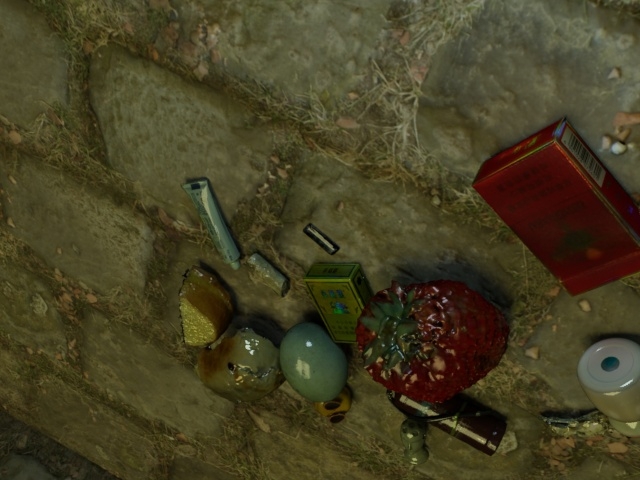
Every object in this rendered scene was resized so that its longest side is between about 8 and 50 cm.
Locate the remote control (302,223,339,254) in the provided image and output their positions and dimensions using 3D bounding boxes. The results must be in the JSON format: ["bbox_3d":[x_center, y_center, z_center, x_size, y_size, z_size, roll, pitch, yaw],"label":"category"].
[{"bbox_3d":[0.000,0.000,1.921,0.096,0.014,0.039,40,140,-6],"label":"remote control"}]

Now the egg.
[{"bbox_3d":[-0.017,0.319,2.125,0.169,0.169,0.236,0,130,34],"label":"egg"}]

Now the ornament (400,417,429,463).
[{"bbox_3d":[0.258,0.552,2.244,0.075,0.081,0.156,11,139,21],"label":"ornament"}]

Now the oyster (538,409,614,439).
[{"bbox_3d":[0.611,0.431,1.926,0.200,0.061,0.106,-1,147,37],"label":"oyster"}]

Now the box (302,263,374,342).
[{"bbox_3d":[0.063,0.156,1.994,0.141,0.064,0.220,-2,130,35],"label":"box"}]

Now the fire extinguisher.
[{"bbox_3d":[0.303,0.417,2.067,0.341,0.105,0.141,27,125,7],"label":"fire extinguisher"}]

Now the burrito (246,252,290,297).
[{"bbox_3d":[-0.128,0.090,2.073,0.149,0.041,0.055,45,152,-18],"label":"burrito"}]

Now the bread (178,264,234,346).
[{"bbox_3d":[-0.307,0.195,2.231,0.134,0.129,0.260,13,137,12],"label":"bread"}]

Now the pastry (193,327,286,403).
[{"bbox_3d":[-0.204,0.369,2.245,0.256,0.170,0.237,-26,142,31],"label":"pastry"}]

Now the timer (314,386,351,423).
[{"bbox_3d":[0.033,0.444,2.293,0.107,0.109,0.107,-2,126,-3],"label":"timer"}]

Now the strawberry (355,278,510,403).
[{"bbox_3d":[0.270,0.233,1.808,0.312,0.267,0.351,-16,144,36],"label":"strawberry"}]

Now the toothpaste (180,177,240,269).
[{"bbox_3d":[-0.263,-0.035,2.036,0.069,0.047,0.268,15,137,49],"label":"toothpaste"}]

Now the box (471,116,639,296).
[{"bbox_3d":[0.459,-0.053,1.508,0.313,0.089,0.197,46,136,-13],"label":"box"}]

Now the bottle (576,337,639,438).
[{"bbox_3d":[0.649,0.330,1.724,0.147,0.147,0.236,-7,133,38],"label":"bottle"}]
